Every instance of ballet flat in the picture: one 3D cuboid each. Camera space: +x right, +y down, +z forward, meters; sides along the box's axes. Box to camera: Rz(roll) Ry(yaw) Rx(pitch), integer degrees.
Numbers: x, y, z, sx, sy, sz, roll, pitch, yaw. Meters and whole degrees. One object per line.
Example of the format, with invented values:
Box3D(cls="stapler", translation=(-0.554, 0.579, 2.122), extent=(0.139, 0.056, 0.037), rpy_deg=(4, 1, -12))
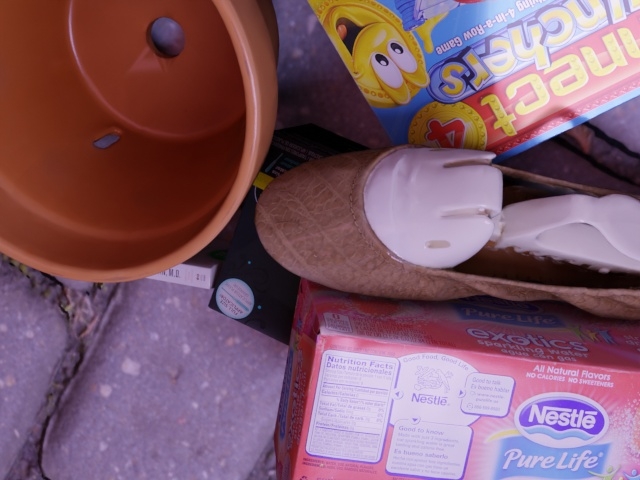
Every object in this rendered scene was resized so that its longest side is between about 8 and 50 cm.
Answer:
Box3D(cls="ballet flat", translation=(0.132, -0.009, 0.671), extent=(0.342, 0.124, 0.116), rpy_deg=(12, 73, -15))

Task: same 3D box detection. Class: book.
Box3D(cls="book", translation=(-0.144, 0.015, 0.856), extent=(0.144, 0.096, 0.035), rpy_deg=(9, 102, 16))

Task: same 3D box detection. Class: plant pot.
Box3D(cls="plant pot", translation=(-0.157, -0.140, 0.755), extent=(0.291, 0.203, 0.290), rpy_deg=(6, 116, 13))

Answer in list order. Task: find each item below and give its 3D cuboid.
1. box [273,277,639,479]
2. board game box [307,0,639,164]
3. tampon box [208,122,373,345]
Box3D(cls="box", translation=(0.124, 0.127, 0.707), extent=(0.300, 0.142, 0.154), rpy_deg=(7, 105, -8))
Box3D(cls="board game box", translation=(0.135, -0.230, 0.678), extent=(0.308, 0.086, 0.302), rpy_deg=(-26, 110, 21))
Box3D(cls="tampon box", translation=(0.000, 0.000, 0.803), extent=(0.120, 0.101, 0.161), rpy_deg=(24, 106, 13))
